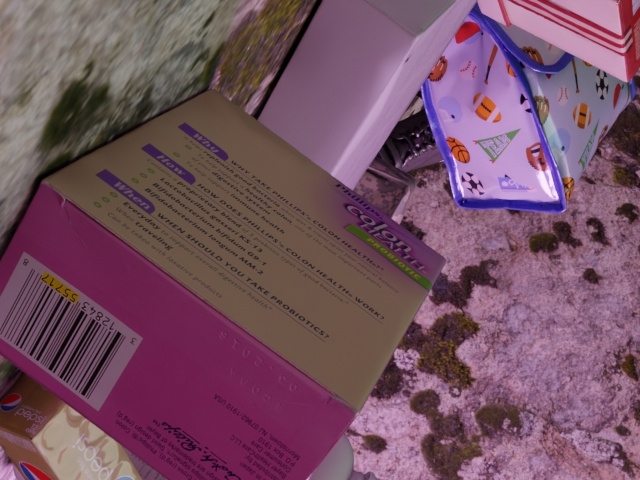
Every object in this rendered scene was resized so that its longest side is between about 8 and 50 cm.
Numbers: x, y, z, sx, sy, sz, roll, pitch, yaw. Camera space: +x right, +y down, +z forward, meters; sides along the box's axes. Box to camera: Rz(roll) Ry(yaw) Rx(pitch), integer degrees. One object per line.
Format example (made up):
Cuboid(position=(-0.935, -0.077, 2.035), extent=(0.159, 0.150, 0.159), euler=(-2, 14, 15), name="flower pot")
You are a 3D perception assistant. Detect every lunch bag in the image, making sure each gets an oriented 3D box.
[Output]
Cuboid(position=(0.000, 0.000, 1.618), extent=(0.287, 0.169, 0.235), euler=(-59, 176, 8), name="lunch bag")
Cuboid(position=(0.312, -0.287, 1.744), extent=(0.238, 0.386, 0.328), euler=(2, -141, 38), name="lunch bag")

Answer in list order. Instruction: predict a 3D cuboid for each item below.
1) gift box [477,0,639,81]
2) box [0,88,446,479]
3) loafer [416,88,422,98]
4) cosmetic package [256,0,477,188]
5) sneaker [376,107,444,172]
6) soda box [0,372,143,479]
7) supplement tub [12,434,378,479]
Cuboid(position=(0.308, -0.384, 1.337), extent=(0.255, 0.258, 0.276), euler=(-53, 155, -8), name="gift box")
Cuboid(position=(-0.058, 0.032, 0.735), extent=(0.117, 0.213, 0.243), euler=(-56, 177, 27), name="box")
Cuboid(position=(0.170, -0.293, 1.947), extent=(0.267, 0.084, 0.096), euler=(-62, 157, -88), name="loafer")
Cuboid(position=(0.022, -0.135, 1.163), extent=(0.377, 0.097, 0.284), euler=(-57, 177, 38), name="cosmetic package")
Cuboid(position=(0.153, -0.158, 1.932), extent=(0.295, 0.105, 0.147), euler=(-21, -171, 25), name="sneaker")
Cuboid(position=(-0.194, 0.184, 0.917), extent=(0.061, 0.058, 0.181), euler=(-52, 140, -33), name="soda box")
Cuboid(position=(-0.110, 0.228, 1.111), extent=(0.228, 0.316, 0.228), euler=(-54, 177, -4), name="supplement tub")
